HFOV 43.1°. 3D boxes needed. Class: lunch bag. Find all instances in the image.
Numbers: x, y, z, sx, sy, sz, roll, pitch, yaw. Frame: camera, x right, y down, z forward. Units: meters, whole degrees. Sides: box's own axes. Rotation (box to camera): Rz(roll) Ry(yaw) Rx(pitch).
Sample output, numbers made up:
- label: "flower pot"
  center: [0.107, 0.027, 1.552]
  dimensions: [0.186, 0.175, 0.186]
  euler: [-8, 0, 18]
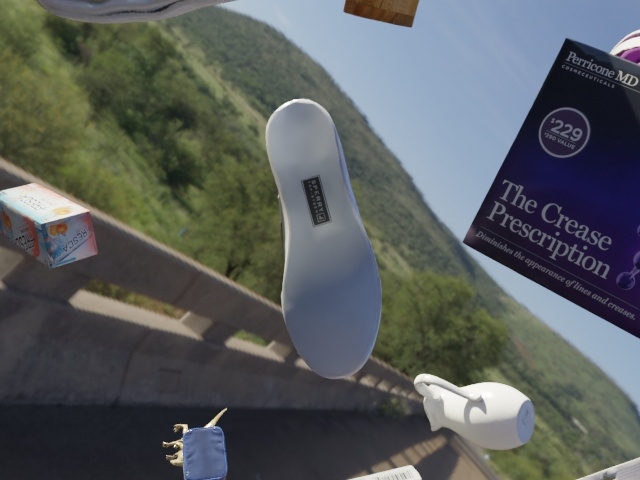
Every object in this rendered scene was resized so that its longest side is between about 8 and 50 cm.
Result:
- label: "lunch bag"
  center: [-0.180, 0.347, 1.263]
  dimensions: [0.065, 0.067, 0.098]
  euler: [104, -19, -54]

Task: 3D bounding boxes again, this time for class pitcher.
- label: "pitcher"
  center: [0.294, 0.322, 1.569]
  dimensions: [0.207, 0.125, 0.178]
  euler: [2, -35, 38]

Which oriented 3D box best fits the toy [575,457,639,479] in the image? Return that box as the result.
- label: "toy"
  center: [0.401, 0.414, 1.046]
  dimensions: [0.056, 0.136, 0.237]
  euler: [104, -31, -73]

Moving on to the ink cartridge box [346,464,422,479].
- label: "ink cartridge box"
  center: [0.091, 0.520, 1.413]
  dimensions: [0.066, 0.189, 0.232]
  euler: [-135, -144, -72]

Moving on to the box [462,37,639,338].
- label: "box"
  center: [0.272, -0.016, 0.621]
  dimensions: [0.261, 0.184, 0.103]
  euler: [30, 9, 26]

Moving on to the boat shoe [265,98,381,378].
- label: "boat shoe"
  center: [0.000, 0.000, 0.667]
  dimensions: [0.076, 0.080, 0.229]
  euler: [59, 16, -76]

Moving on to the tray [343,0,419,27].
- label: "tray"
  center: [0.091, -0.408, 0.828]
  dimensions: [0.076, 0.203, 0.411]
  euler: [13, 41, -1]

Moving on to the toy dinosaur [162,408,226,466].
- label: "toy dinosaur"
  center: [-0.278, 0.435, 1.761]
  dimensions: [0.092, 0.183, 0.053]
  euler: [7, -58, 28]

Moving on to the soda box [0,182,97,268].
- label: "soda box"
  center: [-0.345, -0.022, 1.005]
  dimensions: [0.183, 0.063, 0.058]
  euler: [20, -58, 49]

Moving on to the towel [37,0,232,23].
- label: "towel"
  center: [0.010, -0.166, 0.413]
  dimensions: [0.285, 0.209, 0.034]
  euler: [-63, 147, -58]

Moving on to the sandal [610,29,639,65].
- label: "sandal"
  center: [0.375, -0.172, 0.976]
  dimensions: [0.102, 0.169, 0.416]
  euler: [7, 15, 0]
